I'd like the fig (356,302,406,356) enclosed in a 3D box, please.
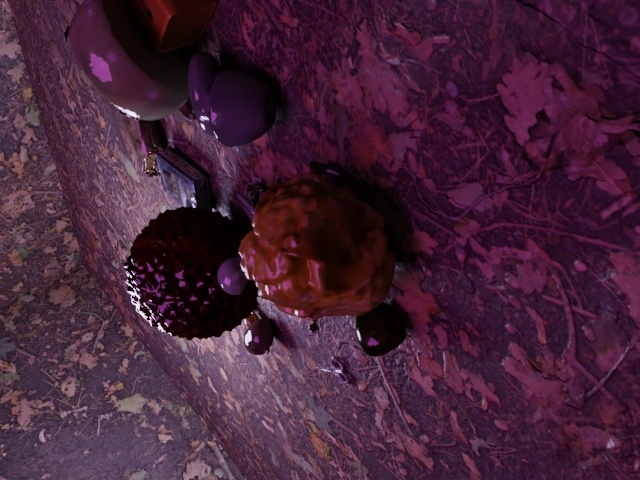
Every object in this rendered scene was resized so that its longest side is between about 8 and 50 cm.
[{"bbox_3d":[0.132,0.188,1.570,0.117,0.117,0.178,110,141,-54],"label":"fig"}]

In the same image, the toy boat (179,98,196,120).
[{"bbox_3d":[-0.430,-0.427,1.918,0.185,0.089,0.071,36,110,6],"label":"toy boat"}]

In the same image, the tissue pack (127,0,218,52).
[{"bbox_3d":[-0.402,-0.645,1.633,0.275,0.145,0.194,59,149,2],"label":"tissue pack"}]

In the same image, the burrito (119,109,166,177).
[{"bbox_3d":[-0.611,-0.368,2.252,0.175,0.107,0.348,34,141,61],"label":"burrito"}]

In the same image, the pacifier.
[{"bbox_3d":[-0.153,0.044,1.736,0.343,0.269,0.288,52,175,22],"label":"pacifier"}]

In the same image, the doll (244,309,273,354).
[{"bbox_3d":[-0.212,0.302,2.233,0.145,0.096,0.188,-29,64,47],"label":"doll"}]

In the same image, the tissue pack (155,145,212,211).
[{"bbox_3d":[-0.453,-0.191,2.181,0.235,0.073,0.173,37,143,34],"label":"tissue pack"}]

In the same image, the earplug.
[{"bbox_3d":[-0.233,-0.349,1.620,0.325,0.175,0.214,42,151,47],"label":"earplug"}]

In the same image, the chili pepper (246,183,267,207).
[{"bbox_3d":[-0.188,-0.135,1.858,0.055,0.035,0.118,45,140,2],"label":"chili pepper"}]

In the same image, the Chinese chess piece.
[{"bbox_3d":[-0.491,-0.481,1.715,0.146,0.349,0.349,-32,87,21],"label":"Chinese chess piece"}]

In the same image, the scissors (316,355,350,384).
[{"bbox_3d":[0.031,0.393,1.993,0.100,0.015,0.189,62,152,-7],"label":"scissors"}]

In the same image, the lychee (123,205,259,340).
[{"bbox_3d":[-0.409,0.097,2.032,0.499,0.425,0.425,13,131,20],"label":"lychee"}]

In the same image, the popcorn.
[{"bbox_3d":[0.000,0.000,1.435,0.349,0.348,0.382,-27,53,61],"label":"popcorn"}]
